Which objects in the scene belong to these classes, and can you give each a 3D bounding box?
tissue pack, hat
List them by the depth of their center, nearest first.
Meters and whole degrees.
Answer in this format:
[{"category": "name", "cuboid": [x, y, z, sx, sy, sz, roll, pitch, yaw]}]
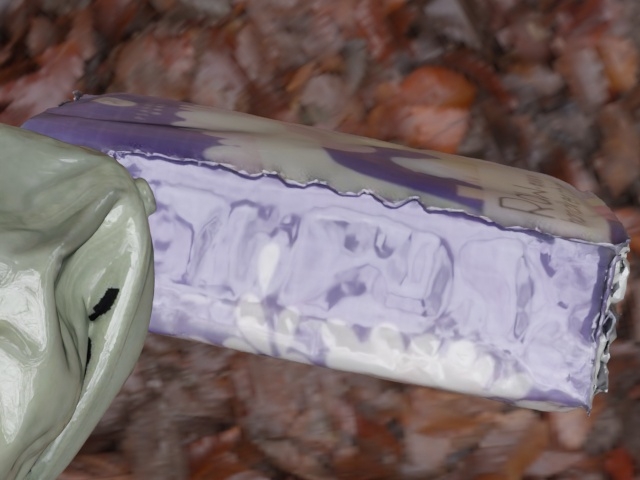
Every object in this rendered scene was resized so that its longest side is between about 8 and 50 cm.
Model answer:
[{"category": "hat", "cuboid": [-0.079, 0.035, 0.489, 0.081, 0.166, 0.122, -8, 58, -12]}, {"category": "tissue pack", "cuboid": [0.000, 0.000, 1.154, 0.343, 0.242, 0.125, 10, 98, 1]}]
